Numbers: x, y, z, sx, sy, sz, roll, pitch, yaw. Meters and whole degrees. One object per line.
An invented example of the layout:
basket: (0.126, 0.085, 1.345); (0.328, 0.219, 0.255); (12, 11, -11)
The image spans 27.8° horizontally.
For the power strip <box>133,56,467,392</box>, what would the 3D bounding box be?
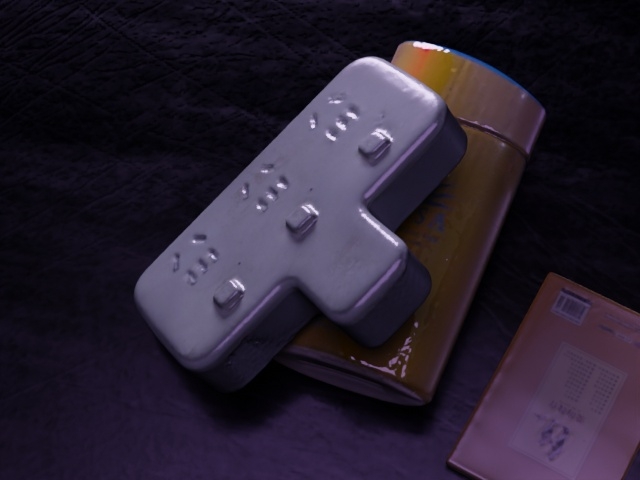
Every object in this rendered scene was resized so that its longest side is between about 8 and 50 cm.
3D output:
power strip: (0.000, -0.001, 0.923); (0.265, 0.059, 0.193); (-46, 42, -2)

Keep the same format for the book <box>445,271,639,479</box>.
book: (0.183, 0.118, 0.947); (0.118, 0.012, 0.172); (27, 70, 15)

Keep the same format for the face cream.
face cream: (0.070, -0.021, 0.986); (0.139, 0.067, 0.285); (16, 67, 22)
